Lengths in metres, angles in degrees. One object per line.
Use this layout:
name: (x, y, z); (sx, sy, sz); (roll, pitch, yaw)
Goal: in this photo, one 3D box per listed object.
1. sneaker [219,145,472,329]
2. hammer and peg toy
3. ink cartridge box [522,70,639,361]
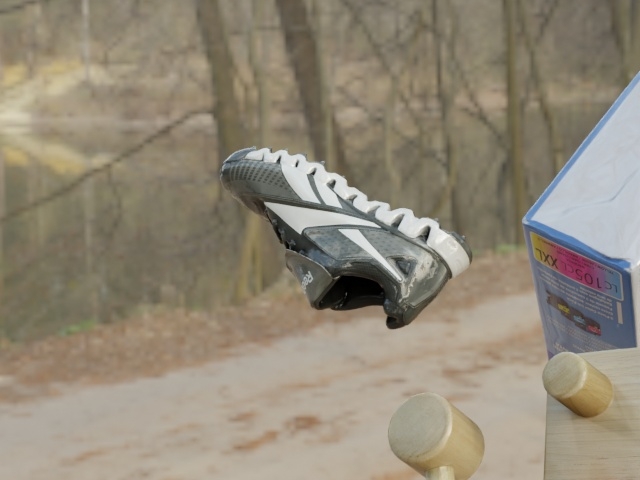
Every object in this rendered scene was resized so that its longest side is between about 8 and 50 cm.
sneaker: (0.000, 0.000, 1.227); (0.234, 0.106, 0.078); (26, -23, 22)
hammer and peg toy: (0.228, 0.205, 1.062); (0.361, 0.266, 0.127); (-10, -28, 31)
ink cartridge box: (0.390, 0.024, 1.780); (0.151, 0.395, 0.270); (29, 67, 31)
